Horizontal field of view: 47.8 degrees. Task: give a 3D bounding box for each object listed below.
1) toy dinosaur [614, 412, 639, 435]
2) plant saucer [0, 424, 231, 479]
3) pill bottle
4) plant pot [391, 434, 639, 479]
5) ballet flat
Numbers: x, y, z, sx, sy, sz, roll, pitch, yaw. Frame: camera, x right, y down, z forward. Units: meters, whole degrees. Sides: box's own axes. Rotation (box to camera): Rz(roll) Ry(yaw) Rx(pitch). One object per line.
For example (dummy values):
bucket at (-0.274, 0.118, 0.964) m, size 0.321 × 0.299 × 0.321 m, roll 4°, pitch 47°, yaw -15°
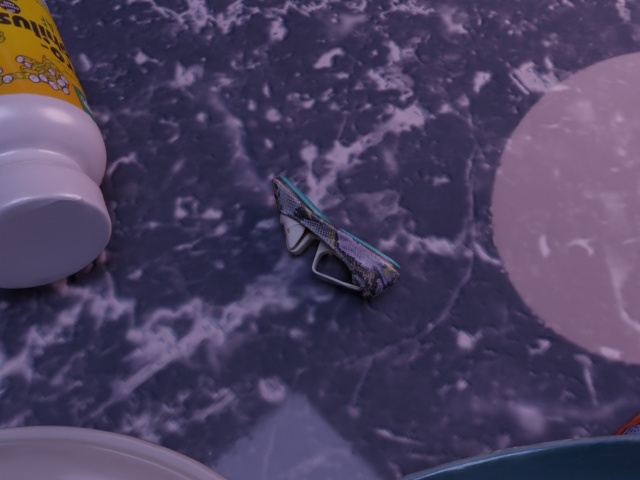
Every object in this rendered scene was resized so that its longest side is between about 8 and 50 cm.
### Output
toy dinosaur at (0.178, 0.131, 0.425) m, size 0.082 × 0.047 × 0.090 m, roll -11°, pitch 25°, yaw -1°
plant saucer at (-0.151, 0.255, 0.274) m, size 0.400 × 0.100 × 0.400 m, roll 1°, pitch 57°, yaw -2°
pill bottle at (-0.211, -0.077, 0.473) m, size 0.117 × 0.118 × 0.208 m, roll -20°, pitch 60°, yaw -16°
plant pot at (0.098, 0.206, 0.204) m, size 0.293 × 0.293 × 0.196 m, roll -15°, pitch 94°, yaw -13°
ballet flat at (0.000, 0.000, 0.487) m, size 0.114 × 0.041 × 0.041 m, roll 39°, pitch 63°, yaw 21°
